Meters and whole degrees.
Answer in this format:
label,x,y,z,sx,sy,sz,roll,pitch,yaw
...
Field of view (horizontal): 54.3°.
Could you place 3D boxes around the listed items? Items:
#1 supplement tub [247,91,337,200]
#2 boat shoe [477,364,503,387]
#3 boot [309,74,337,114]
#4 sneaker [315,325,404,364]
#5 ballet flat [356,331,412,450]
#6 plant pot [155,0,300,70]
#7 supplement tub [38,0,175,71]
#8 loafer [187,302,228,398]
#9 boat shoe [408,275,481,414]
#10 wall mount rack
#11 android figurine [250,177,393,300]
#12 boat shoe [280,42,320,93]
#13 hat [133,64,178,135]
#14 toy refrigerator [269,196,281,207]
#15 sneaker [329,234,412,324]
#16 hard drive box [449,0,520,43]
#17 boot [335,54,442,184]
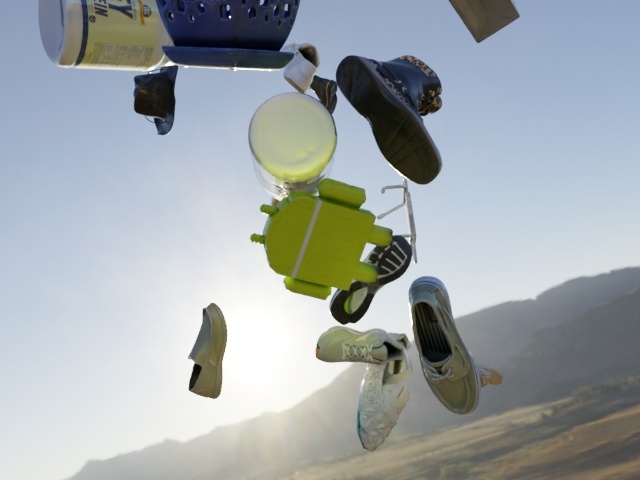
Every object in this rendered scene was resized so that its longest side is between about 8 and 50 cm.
label,x,y,z,sx,sy,sz,roll,pitch,yaw
supplement tub,-0.068,-0.214,1.549,0.207,0.207,0.338,-16,-9,-5
boat shoe,0.401,0.352,1.606,0.170,0.059,0.063,20,-38,-23
boot,-0.002,-0.618,2.641,0.077,0.137,0.198,-49,-20,-36
sneaker,0.112,0.286,1.667,0.262,0.099,0.121,-1,10,-33
ballet flat,0.192,0.403,1.775,0.147,0.409,0.147,6,-53,8
plant pot,-0.188,-0.463,1.288,0.236,0.212,0.236,11,18,29
supplement tub,-0.548,-0.573,1.654,0.325,0.235,0.235,-10,-16,-40
loafer,-0.315,0.305,1.713,0.092,0.268,0.102,2,0,-29
boat shoe,0.224,0.216,1.183,0.109,0.302,0.094,-14,18,27
wall mount rack,0.290,-0.057,2.400,0.130,0.350,0.304,-6,-21,4
android figurine,0.000,0.000,1.234,0.273,0.248,0.056,13,17,-16
boat shoe,-0.043,-0.486,1.687,0.098,0.277,0.096,35,-66,-27
hat,-0.626,-0.544,2.302,0.134,0.331,0.331,4,-24,-27
toy refrigerator,-0.110,-0.185,2.200,0.102,0.094,0.269,10,-50,-10
sneaker,0.123,0.097,1.666,0.300,0.111,0.121,-43,10,-14
hard drive box,0.271,-0.505,1.153,0.089,0.232,0.181,-28,-55,28
boot,0.235,-0.335,1.626,0.284,0.377,0.138,-27,-15,-48
